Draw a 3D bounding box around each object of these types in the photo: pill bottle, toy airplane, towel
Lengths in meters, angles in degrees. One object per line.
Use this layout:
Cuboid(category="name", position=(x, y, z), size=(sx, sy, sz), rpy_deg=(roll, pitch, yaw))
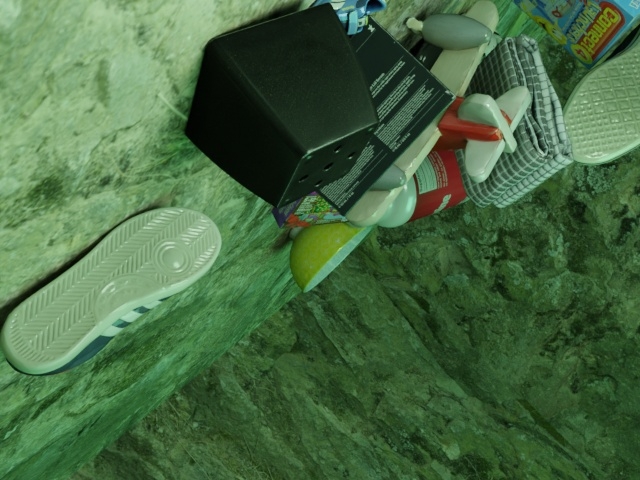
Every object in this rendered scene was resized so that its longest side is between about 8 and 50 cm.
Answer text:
Cuboid(category="pill bottle", position=(0.243, -0.168, 2.020), size=(0.407, 0.229, 0.229), rpy_deg=(-19, 159, -34))
Cuboid(category="toy airplane", position=(0.179, -0.244, 1.310), size=(0.384, 0.272, 0.386), rpy_deg=(-35, -149, 30))
Cuboid(category="towel", position=(0.356, -0.231, 1.400), size=(0.121, 0.284, 0.235), rpy_deg=(-3, 160, -20))

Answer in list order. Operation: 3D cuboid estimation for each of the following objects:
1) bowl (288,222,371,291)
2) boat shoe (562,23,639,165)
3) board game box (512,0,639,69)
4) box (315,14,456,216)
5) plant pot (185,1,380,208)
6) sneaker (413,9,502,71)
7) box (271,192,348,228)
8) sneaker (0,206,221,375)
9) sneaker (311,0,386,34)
Cuboid(category="bowl", position=(0.000, 0.000, 2.092), size=(0.289, 0.156, 0.289), rpy_deg=(-44, 172, -8))
Cuboid(category="boat shoe", position=(0.657, -0.323, 1.502), size=(0.500, 0.186, 0.156), rpy_deg=(-48, 169, -20))
Cuboid(category="board game box", position=(0.492, -0.514, 1.417), size=(0.086, 0.302, 0.308), rpy_deg=(-45, 172, 1))
Cuboid(category="box", position=(0.057, -0.201, 1.149), size=(0.261, 0.184, 0.103), rpy_deg=(-46, -167, 15))
Cuboid(category="plant pot", position=(-0.038, -0.155, 0.905), size=(0.187, 0.167, 0.188), rpy_deg=(-28, 166, -30))
Cuboid(category="sneaker", position=(0.322, -0.423, 1.609), size=(0.330, 0.146, 0.122), rpy_deg=(-37, 171, -38))
Cuboid(category="box", position=(0.051, -0.118, 1.703), size=(0.293, 0.057, 0.201), rpy_deg=(-7, 148, -38))
Cuboid(category="sneaker", position=(-0.303, 0.073, 1.041), size=(0.350, 0.131, 0.148), rpy_deg=(-34, 175, -32))
Cuboid(category="sneaker", position=(0.029, -0.306, 0.969), size=(0.144, 0.059, 0.053), rpy_deg=(-41, 173, -14))
